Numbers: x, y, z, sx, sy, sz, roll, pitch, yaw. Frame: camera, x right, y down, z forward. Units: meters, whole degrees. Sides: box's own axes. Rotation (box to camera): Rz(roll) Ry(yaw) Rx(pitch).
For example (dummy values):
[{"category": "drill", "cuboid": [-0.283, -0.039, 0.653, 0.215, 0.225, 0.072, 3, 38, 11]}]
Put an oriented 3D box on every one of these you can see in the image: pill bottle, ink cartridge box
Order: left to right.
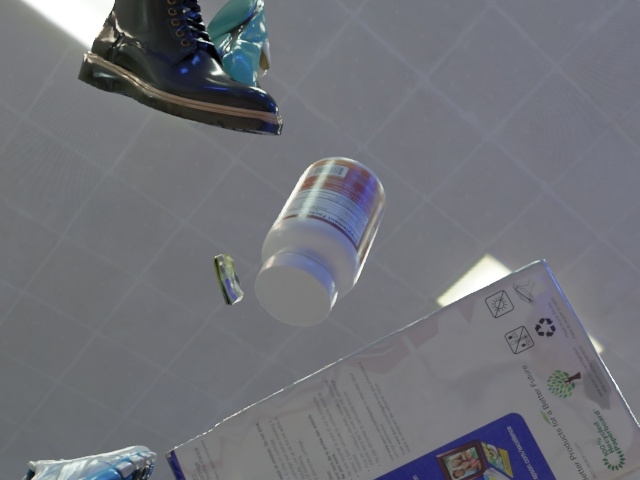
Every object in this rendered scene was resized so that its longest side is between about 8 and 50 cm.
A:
[{"category": "pill bottle", "cuboid": [0.000, 0.000, 0.854, 0.121, 0.216, 0.121, 11, -50, 13]}, {"category": "ink cartridge box", "cuboid": [0.061, 0.162, 0.541, 0.332, 0.065, 0.165, -27, -102, 5]}]

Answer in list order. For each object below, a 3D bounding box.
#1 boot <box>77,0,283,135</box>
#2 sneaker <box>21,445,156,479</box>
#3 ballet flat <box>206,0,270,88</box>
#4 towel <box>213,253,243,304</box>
[{"category": "boot", "cuboid": [-0.101, -0.165, 0.537, 0.197, 0.077, 0.137, 22, -81, 25]}, {"category": "sneaker", "cuboid": [-0.232, 0.228, 0.661, 0.082, 0.190, 0.071, 26, -81, 20]}, {"category": "ballet flat", "cuboid": [-0.101, -0.217, 0.832, 0.083, 0.247, 0.087, -20, -59, 19]}, {"category": "towel", "cuboid": [-0.108, 0.045, 0.815, 0.009, 0.083, 0.060, -18, -91, 3]}]
